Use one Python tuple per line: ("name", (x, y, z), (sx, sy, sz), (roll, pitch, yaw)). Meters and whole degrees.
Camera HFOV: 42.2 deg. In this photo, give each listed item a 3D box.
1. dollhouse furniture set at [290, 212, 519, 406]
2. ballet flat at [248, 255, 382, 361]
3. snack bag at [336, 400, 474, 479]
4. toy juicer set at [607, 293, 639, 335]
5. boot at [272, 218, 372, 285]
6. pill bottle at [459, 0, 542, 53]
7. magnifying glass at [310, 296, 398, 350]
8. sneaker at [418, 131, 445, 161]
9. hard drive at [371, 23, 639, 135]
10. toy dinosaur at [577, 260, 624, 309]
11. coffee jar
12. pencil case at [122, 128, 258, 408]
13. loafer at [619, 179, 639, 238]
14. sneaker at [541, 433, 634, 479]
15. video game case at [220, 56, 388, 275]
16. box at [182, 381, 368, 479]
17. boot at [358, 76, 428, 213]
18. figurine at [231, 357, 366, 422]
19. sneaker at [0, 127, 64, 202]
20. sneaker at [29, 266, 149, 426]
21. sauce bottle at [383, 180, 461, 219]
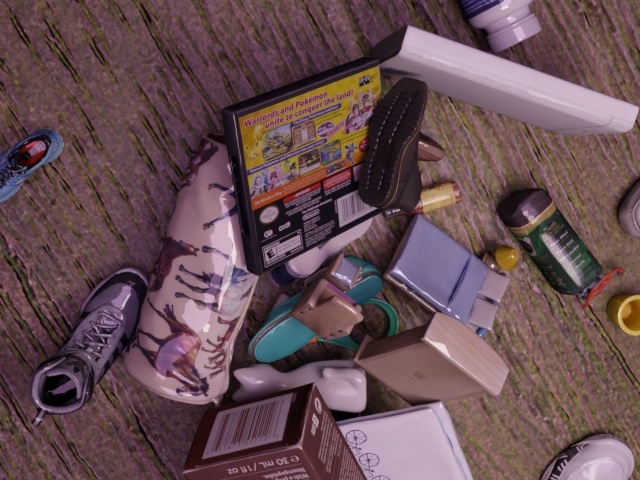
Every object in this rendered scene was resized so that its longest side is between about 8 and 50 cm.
("dollhouse furniture set", (0.172, 0.053, 1.239), (0.286, 0.198, 0.303), (38, 60, -13))
("ballet flat", (-0.018, 0.105, 1.333), (0.247, 0.087, 0.083), (-32, 131, -11))
("snack bag", (0.091, 0.416, 1.311), (0.323, 0.037, 0.343), (-16, 115, 19))
("toy juicer set", (0.673, 0.100, 1.420), (0.329, 0.089, 0.209), (-38, 99, -3))
("boot", (0.000, 0.000, 1.337), (0.190, 0.086, 0.069), (-37, 93, -31))
("pill bottle", (0.270, -0.397, 1.303), (0.112, 0.112, 0.187), (-27, 99, -4))
("magnifying glass", (0.016, 0.149, 1.372), (0.231, 0.026, 0.092), (-8, 97, -6))
("sneaker", (0.105, -0.155, 1.341), (0.188, 0.066, 0.071), (21, 112, -6))
("hard drive", (0.264, -0.234, 1.257), (0.353, 0.233, 0.047), (17, 93, -9))
("toy dinosaur", (0.478, 0.077, 1.406), (0.082, 0.090, 0.047), (-35, 118, 29))
("coffee jar", (0.375, -0.002, 1.367), (0.079, 0.096, 0.184), (-40, 100, -5))
("pencil case", (-0.160, 0.046, 1.268), (0.183, 0.160, 0.410), (20, 93, 14))
("loafer", (0.648, -0.104, 1.383), (0.319, 0.111, 0.112), (-33, 99, -3))
("sneaker", (0.422, 0.500, 1.368), (0.137, 0.210, 0.366), (39, 90, -10))
("video game case", (-0.011, -0.112, 1.213), (0.275, 0.035, 0.248), (-27, 124, -34))
("box", (-0.025, 0.411, 1.229), (0.191, 0.143, 0.381), (-18, 117, 19))
("boot", (0.131, -0.140, 1.276), (0.077, 0.137, 0.198), (26, 97, 30))
("figurine", (-0.036, 0.269, 1.313), (0.209, 0.092, 0.215), (0, 129, -2))
("sneaker", (-0.466, -0.115, 1.255), (0.162, 0.073, 0.063), (-42, 100, -2))
("sneaker", (-0.348, 0.166, 1.260), (0.101, 0.153, 0.269), (34, 91, -9))
("sauce bottle", (0.165, -0.064, 1.359), (0.128, 0.042, 0.042), (-15, 98, -7))
